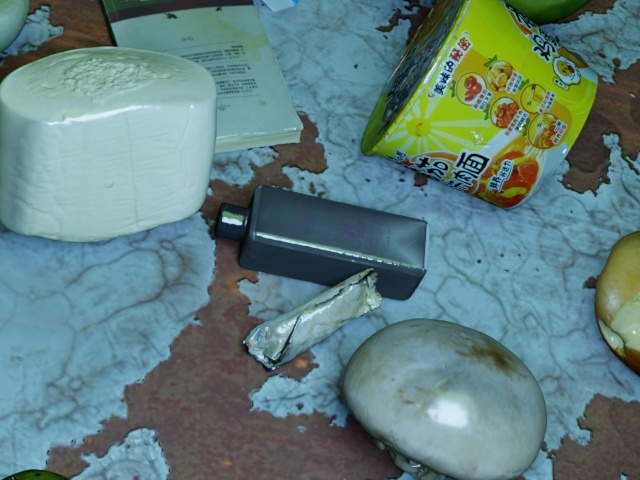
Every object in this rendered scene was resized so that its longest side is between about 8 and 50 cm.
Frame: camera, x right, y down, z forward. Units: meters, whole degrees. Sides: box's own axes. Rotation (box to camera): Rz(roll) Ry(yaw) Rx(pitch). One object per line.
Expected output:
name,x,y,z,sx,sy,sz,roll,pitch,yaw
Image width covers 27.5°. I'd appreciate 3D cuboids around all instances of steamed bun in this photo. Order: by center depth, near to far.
steamed bun,-0.244,-0.109,1.453,0.250,0.200,0.155,-7,38,-21

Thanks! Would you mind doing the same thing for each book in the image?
book,-0.156,-0.236,1.647,0.201,0.026,0.289,-9,64,-21

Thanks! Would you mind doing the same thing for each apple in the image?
apple,0.415,0.075,1.552,0.199,0.199,0.199,7,59,-12

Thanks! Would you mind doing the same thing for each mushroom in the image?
mushroom,0.132,0.183,1.400,0.226,0.226,0.178,14,100,-8

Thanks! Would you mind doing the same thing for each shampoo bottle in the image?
shampoo bottle,0.000,0.000,1.522,0.246,0.079,0.080,12,57,-9

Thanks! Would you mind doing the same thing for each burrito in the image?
burrito,-0.005,0.090,1.471,0.171,0.042,0.051,-31,114,-15

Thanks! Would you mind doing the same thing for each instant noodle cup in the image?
instant noodle cup,0.197,-0.168,1.589,0.200,0.264,0.264,30,56,-8

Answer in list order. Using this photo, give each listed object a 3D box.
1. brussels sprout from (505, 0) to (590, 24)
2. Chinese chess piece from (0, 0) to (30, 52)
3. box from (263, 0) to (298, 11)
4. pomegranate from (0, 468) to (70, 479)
brussels sprout,0.246,-0.434,1.729,0.344,0.268,0.344,20,37,-16
Chinese chess piece,-0.437,-0.294,1.542,0.188,0.083,0.188,17,42,-16
box,-0.091,-0.482,1.694,0.265,0.048,0.273,38,56,-41
pomegranate,-0.275,0.295,1.262,0.122,0.122,0.161,-24,107,-27
